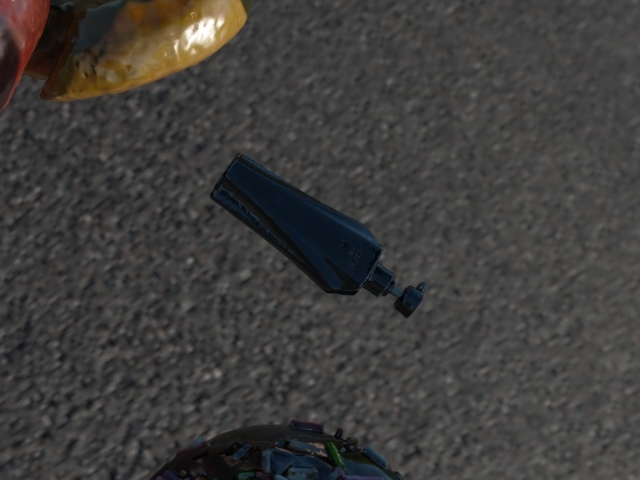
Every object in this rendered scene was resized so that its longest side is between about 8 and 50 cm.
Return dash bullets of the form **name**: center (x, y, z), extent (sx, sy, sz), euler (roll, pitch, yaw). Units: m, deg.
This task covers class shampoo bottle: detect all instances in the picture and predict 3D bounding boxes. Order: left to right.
- **shampoo bottle**: center (0.000, 0.000, 0.952), extent (0.137, 0.027, 0.048), euler (35, 65, -6)

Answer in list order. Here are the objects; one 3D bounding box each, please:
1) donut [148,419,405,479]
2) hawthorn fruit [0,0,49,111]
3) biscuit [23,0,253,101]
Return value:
- **donut**: center (-0.017, 0.245, 1.196), extent (0.270, 0.269, 0.103), euler (50, 35, -8)
- **hawthorn fruit**: center (-0.321, -0.162, 1.097), extent (0.275, 0.300, 0.275), euler (7, 66, -16)
- **biscuit**: center (-0.154, -0.189, 1.245), extent (0.213, 0.091, 0.274), euler (-17, 29, -15)
